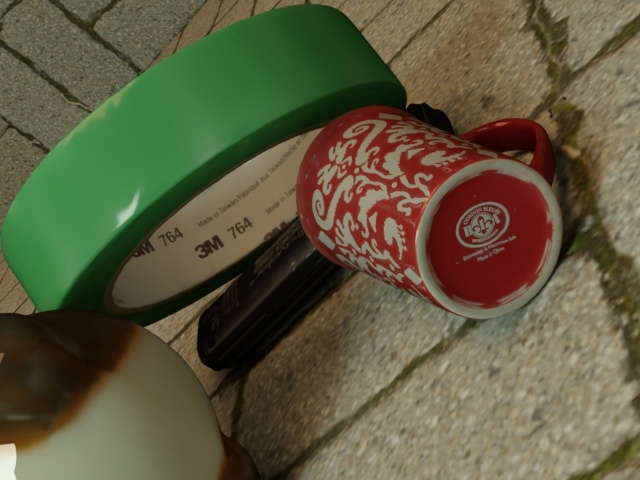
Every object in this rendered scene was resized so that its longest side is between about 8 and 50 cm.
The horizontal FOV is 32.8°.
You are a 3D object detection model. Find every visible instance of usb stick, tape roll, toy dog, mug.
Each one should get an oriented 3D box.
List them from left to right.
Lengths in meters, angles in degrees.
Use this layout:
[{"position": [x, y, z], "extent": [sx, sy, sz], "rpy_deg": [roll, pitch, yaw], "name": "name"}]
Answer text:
[{"position": [-0.238, 0.213, 0.681], "extent": [0.408, 0.284, 0.395], "rpy_deg": [-49, 20, 1], "name": "toy dog"}, {"position": [-0.083, -0.044, 0.835], "extent": [0.321, 0.077, 0.321], "rpy_deg": [-35, -11, -8], "name": "tape roll"}, {"position": [0.000, 0.000, 0.867], "extent": [0.278, 0.045, 0.077], "rpy_deg": [-44, 24, 20], "name": "usb stick"}, {"position": [0.074, -0.033, 0.665], "extent": [0.150, 0.113, 0.169], "rpy_deg": [-54, 23, -1], "name": "mug"}]
